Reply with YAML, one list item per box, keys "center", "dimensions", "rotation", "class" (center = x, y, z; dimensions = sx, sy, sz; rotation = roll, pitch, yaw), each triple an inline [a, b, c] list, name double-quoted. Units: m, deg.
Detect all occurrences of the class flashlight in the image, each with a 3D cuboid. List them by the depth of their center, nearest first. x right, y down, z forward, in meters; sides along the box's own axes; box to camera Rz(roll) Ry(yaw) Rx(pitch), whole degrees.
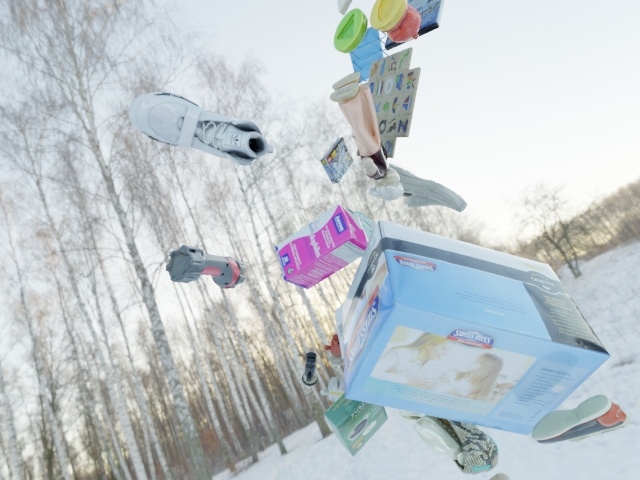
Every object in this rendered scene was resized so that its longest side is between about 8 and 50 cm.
- center: [-0.319, 0.087, 1.158]
  dimensions: [0.103, 0.103, 0.304]
  rotation: [-29, -12, 11]
  class: "flashlight"

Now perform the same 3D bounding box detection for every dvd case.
- center: [0.303, -0.720, 1.281]
  dimensions: [0.180, 0.253, 0.022]
  rotation: [-7, -33, 41]
  class: "dvd case"

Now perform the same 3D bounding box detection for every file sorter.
- center: [0.178, -0.628, 1.418]
  dimensions: [0.118, 0.105, 0.170]
  rotation: [-25, -42, 1]
  class: "file sorter"

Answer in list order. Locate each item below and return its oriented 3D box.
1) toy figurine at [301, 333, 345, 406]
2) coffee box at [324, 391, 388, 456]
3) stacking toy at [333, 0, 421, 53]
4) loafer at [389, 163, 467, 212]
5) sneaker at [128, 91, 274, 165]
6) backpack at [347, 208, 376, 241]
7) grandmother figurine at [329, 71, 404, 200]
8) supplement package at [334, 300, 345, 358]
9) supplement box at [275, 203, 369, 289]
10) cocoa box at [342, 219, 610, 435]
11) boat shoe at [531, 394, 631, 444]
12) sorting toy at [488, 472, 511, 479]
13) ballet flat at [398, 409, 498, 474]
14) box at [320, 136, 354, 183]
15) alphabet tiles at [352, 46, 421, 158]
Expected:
- center: [0.057, 0.465, 1.438]
  dimensions: [0.213, 0.209, 0.148]
  rotation: [-27, -43, -36]
  class: "toy figurine"
- center: [0.076, 0.352, 0.816]
  dimensions: [0.113, 0.040, 0.184]
  rotation: [-40, -41, -18]
  class: "coffee box"
- center: [0.179, -0.702, 1.240]
  dimensions: [0.130, 0.309, 0.279]
  rotation: [15, -21, -37]
  class: "stacking toy"
- center: [0.333, -0.156, 1.380]
  dimensions: [0.112, 0.319, 0.112]
  rotation: [19, -83, -62]
  class: "loafer"
- center: [-0.299, -0.296, 1.093]
  dimensions: [0.365, 0.210, 0.138]
  rotation: [8, -79, -47]
  class: "sneaker"
- center: [0.165, -0.058, 1.827]
  dimensions: [0.115, 0.182, 0.152]
  rotation: [-56, 8, -12]
  class: "backpack"
- center: [0.130, -0.236, 1.040]
  dimensions: [0.104, 0.208, 0.342]
  rotation: [-10, -49, 28]
  class: "grandmother figurine"
- center: [0.218, 0.303, 1.393]
  dimensions: [0.262, 0.199, 0.198]
  rotation: [25, -57, -27]
  class: "supplement package"
- center: [0.005, 0.021, 1.068]
  dimensions: [0.220, 0.111, 0.114]
  rotation: [-33, -34, 20]
  class: "supplement box"
- center: [0.233, 0.151, 0.712]
  dimensions: [0.346, 0.228, 0.232]
  rotation: [14, -56, -8]
  class: "cocoa box"
- center: [0.373, 0.271, 0.594]
  dimensions: [0.137, 0.043, 0.049]
  rotation: [-51, -3, 37]
  class: "boat shoe"
- center: [0.367, 0.657, 0.919]
  dimensions: [0.208, 0.038, 0.193]
  rotation: [-49, 3, 21]
  class: "sorting toy"
- center: [0.392, 0.621, 1.433]
  dimensions: [0.181, 0.164, 0.483]
  rotation: [-3, 15, -23]
  class: "ballet flat"
- center: [0.056, -0.260, 1.320]
  dimensions: [0.027, 0.094, 0.137]
  rotation: [-4, 38, 37]
  class: "box"
- center: [0.177, -0.384, 1.177]
  dimensions: [0.011, 0.285, 0.342]
  rotation: [4, 11, -21]
  class: "alphabet tiles"
